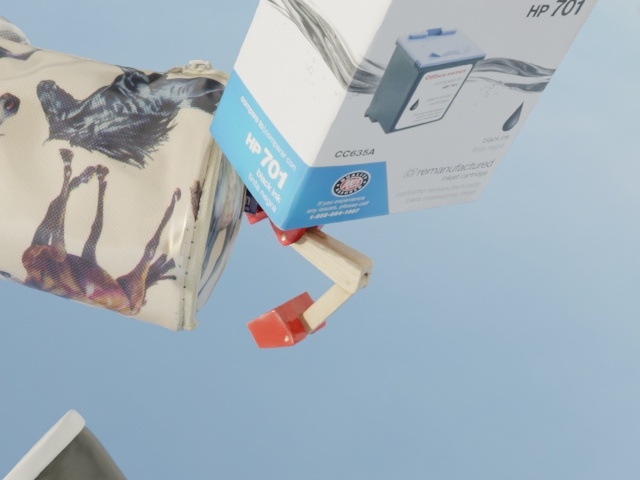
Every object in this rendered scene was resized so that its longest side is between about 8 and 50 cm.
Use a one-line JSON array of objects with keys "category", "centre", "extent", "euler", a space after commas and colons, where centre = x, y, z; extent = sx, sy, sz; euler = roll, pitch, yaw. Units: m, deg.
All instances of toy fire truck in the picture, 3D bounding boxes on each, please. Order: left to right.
[{"category": "toy fire truck", "centre": [0.000, 0.000, 0.944], "extent": [0.047, 0.192, 0.135], "euler": [-25, -90, -48]}]

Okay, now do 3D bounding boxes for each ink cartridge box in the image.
[{"category": "ink cartridge box", "centre": [0.047, -0.104, 0.573], "extent": [0.139, 0.191, 0.082], "euler": [-9, -127, -36]}]

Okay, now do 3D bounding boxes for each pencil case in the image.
[{"category": "pencil case", "centre": [-0.246, -0.078, 0.813], "extent": [0.410, 0.184, 0.160], "euler": [16, 161, 5]}]

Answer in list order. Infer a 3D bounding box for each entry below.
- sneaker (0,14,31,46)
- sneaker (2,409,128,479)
[{"category": "sneaker", "centre": [-0.364, -0.149, 1.162], "extent": [0.105, 0.281, 0.115], "euler": [-36, -92, -34]}, {"category": "sneaker", "centre": [-0.242, 0.289, 0.933], "extent": [0.147, 0.104, 0.296], "euler": [42, -113, -4]}]
